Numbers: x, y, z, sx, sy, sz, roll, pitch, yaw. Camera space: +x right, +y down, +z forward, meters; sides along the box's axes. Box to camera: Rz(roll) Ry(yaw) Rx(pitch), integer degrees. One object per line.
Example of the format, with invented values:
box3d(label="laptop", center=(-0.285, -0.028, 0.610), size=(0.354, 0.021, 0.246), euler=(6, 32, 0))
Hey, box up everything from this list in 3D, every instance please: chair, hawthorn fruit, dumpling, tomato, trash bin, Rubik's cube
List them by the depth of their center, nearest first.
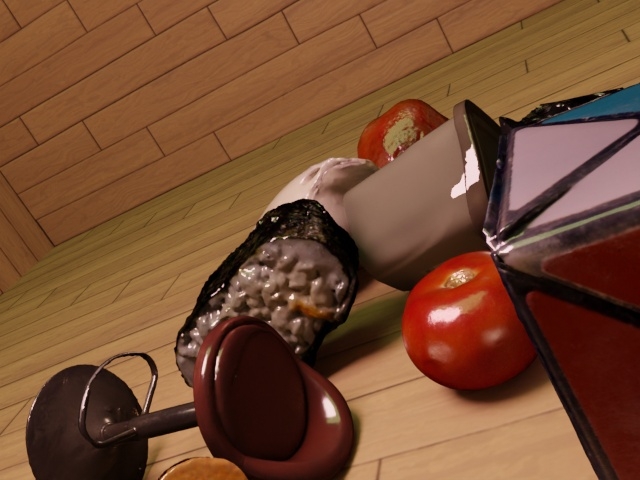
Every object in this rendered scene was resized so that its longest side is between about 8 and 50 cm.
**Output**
box3d(label="Rubik's cube", center=(0.342, 0.014, 0.677), size=(0.305, 0.306, 0.310), euler=(-23, 18, 27))
box3d(label="tomato", center=(0.193, 0.101, 0.955), size=(0.195, 0.136, 0.195), euler=(-26, 16, 8))
box3d(label="chair", center=(-0.173, 0.235, 1.022), size=(0.401, 0.226, 0.226), euler=(-18, 21, 29))
box3d(label="trash bin", center=(0.188, -0.053, 1.215), size=(0.250, 0.220, 0.219), euler=(-29, 57, 27))
box3d(label="dumpling", center=(-0.002, 0.003, 1.406), size=(0.181, 0.260, 0.341), euler=(25, 98, 39))
box3d(label="hawthorn fruit", center=(0.181, -0.157, 1.552), size=(0.224, 0.224, 0.260), euler=(-22, 32, 22))

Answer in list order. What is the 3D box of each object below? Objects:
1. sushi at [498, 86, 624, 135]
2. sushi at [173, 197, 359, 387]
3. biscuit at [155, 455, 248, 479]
box3d(label="sushi", center=(0.413, -0.106, 1.112), size=(0.213, 0.215, 0.227), euler=(-5, 9, 43))
box3d(label="sushi", center=(-0.076, 0.101, 1.183), size=(0.350, 0.211, 0.171), euler=(-56, 8, 19))
box3d(label="biscuit", center=(-0.194, 0.370, 0.786), size=(0.339, 0.216, 0.047), euler=(-52, -8, -32))
